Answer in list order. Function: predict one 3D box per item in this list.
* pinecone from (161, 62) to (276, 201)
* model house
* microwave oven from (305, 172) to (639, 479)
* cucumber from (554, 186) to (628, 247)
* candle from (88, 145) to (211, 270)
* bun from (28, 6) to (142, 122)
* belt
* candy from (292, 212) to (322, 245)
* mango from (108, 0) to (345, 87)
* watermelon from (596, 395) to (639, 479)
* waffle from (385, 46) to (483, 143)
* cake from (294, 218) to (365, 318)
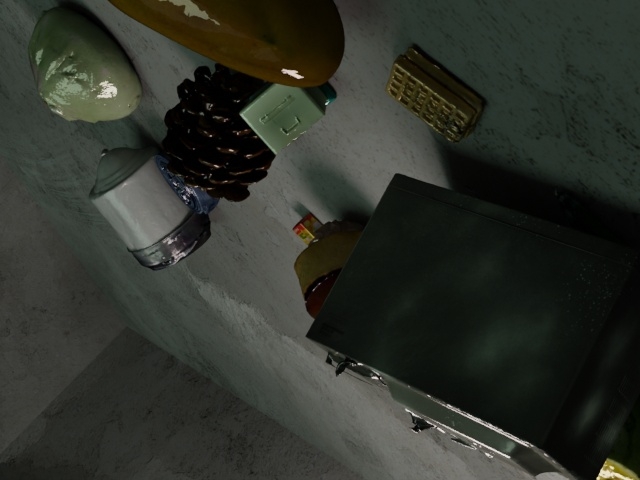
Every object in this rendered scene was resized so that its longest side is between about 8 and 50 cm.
[{"bbox_3d":[-0.185,-0.200,2.071,0.224,0.224,0.272,37,146,16],"label":"pinecone"},{"bbox_3d":[-0.052,-0.239,1.881,0.127,0.149,0.100,-36,106,25],"label":"model house"},{"bbox_3d":[0.253,0.135,1.665,0.432,0.374,0.236,22,168,39],"label":"microwave oven"},{"bbox_3d":[0.396,-0.019,1.614,0.155,0.037,0.037,43,159,0],"label":"cucumber"},{"bbox_3d":[-0.437,-0.102,2.713,0.342,0.221,0.221,55,156,-20],"label":"candle"},{"bbox_3d":[-0.550,-0.366,2.446,0.293,0.187,0.293,39,158,19],"label":"bun"},{"bbox_3d":[-0.311,-0.145,2.584,0.141,0.082,0.190,29,154,46],"label":"belt"},{"bbox_3d":[0.000,0.000,2.362,0.122,0.038,0.062,45,159,-4],"label":"candy"},{"bbox_3d":[-0.154,-0.382,1.590,0.446,0.232,0.300,34,-168,-3],"label":"mango"},{"bbox_3d":[0.470,0.313,1.919,0.331,0.189,0.331,30,172,5],"label":"watermelon"},{"bbox_3d":[0.169,-0.214,1.637,0.148,0.042,0.102,39,159,8],"label":"waffle"},{"bbox_3d":[0.037,0.044,2.197,0.185,0.207,0.178,15,-142,-36],"label":"cake"}]
